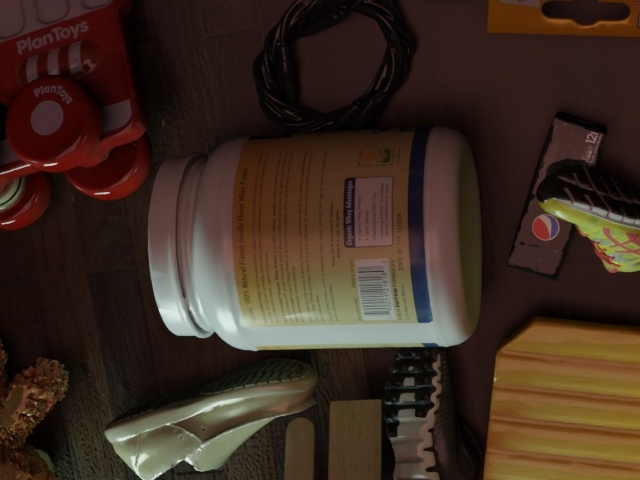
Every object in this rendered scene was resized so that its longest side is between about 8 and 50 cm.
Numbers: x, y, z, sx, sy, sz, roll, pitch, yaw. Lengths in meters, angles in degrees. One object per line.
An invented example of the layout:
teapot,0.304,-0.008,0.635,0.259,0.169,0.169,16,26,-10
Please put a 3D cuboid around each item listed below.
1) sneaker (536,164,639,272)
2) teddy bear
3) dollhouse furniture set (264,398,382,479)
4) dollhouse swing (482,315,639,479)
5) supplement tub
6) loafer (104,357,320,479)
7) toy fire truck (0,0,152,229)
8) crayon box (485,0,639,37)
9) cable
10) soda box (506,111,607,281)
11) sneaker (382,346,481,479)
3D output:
sneaker,0.305,-0.007,1.571,0.208,0.081,0.094,17,122,-21
teddy bear,-0.409,0.196,1.797,0.338,0.113,0.245,42,100,9
dollhouse furniture set,0.012,0.259,1.713,0.144,0.151,0.123,-4,69,13
dollhouse swing,0.347,0.259,1.550,0.305,0.315,0.346,3,103,-9
supplement tub,0.000,0.000,1.589,0.316,0.228,0.228,-2,101,12
loafer,-0.113,0.206,1.730,0.268,0.102,0.092,-18,99,24
toy fire truck,-0.333,-0.163,1.682,0.302,0.169,0.254,-16,74,14
crayon box,0.267,-0.365,1.498,0.203,0.083,0.323,3,116,7
cable,0.014,-0.195,1.647,0.150,0.047,0.184,36,109,8
soda box,0.249,-0.047,1.616,0.060,0.053,0.169,19,104,8
sneaker,0.128,0.218,1.689,0.078,0.106,0.234,-7,81,45
